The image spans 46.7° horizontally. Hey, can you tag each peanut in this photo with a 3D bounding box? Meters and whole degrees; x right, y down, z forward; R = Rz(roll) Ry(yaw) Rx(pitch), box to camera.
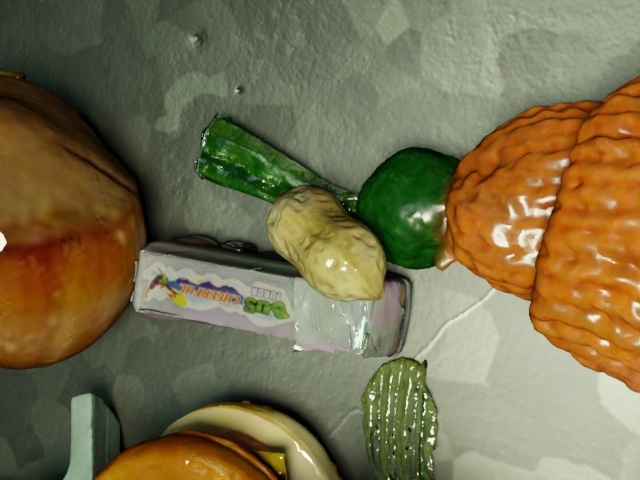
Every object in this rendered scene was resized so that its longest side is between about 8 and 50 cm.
[{"bbox_3d":[0.000,0.000,0.777,0.099,0.099,0.214,-56,38,12],"label":"peanut"}]

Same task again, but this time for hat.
[{"bbox_3d":[0.243,-0.032,0.744,0.400,0.285,0.285,20,98,46],"label":"hat"}]

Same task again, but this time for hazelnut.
[{"bbox_3d":[-0.392,-0.016,0.915,0.372,0.315,0.372,14,109,47],"label":"hazelnut"}]

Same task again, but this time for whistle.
[{"bbox_3d":[-0.331,0.342,0.901,0.163,0.163,0.290,-30,46,18],"label":"whistle"}]

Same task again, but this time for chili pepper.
[{"bbox_3d":[-0.042,-0.078,0.902,0.226,0.059,0.088,23,104,17],"label":"chili pepper"}]

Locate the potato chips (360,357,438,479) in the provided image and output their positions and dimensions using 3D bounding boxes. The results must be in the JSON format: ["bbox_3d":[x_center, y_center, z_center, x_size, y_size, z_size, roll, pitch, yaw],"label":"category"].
[{"bbox_3d":[0.095,0.243,0.874,0.091,0.028,0.208,-4,88,21],"label":"potato chips"}]

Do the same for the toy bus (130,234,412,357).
[{"bbox_3d":[-0.059,0.065,0.869,0.316,0.138,0.113,7,93,21],"label":"toy bus"}]

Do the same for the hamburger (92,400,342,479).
[{"bbox_3d":[-0.112,0.330,0.843,0.290,0.225,0.291,1,94,18],"label":"hamburger"}]

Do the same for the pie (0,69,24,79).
[{"bbox_3d":[-0.517,-0.225,1.088,0.169,0.034,0.092,20,96,13],"label":"pie"}]
